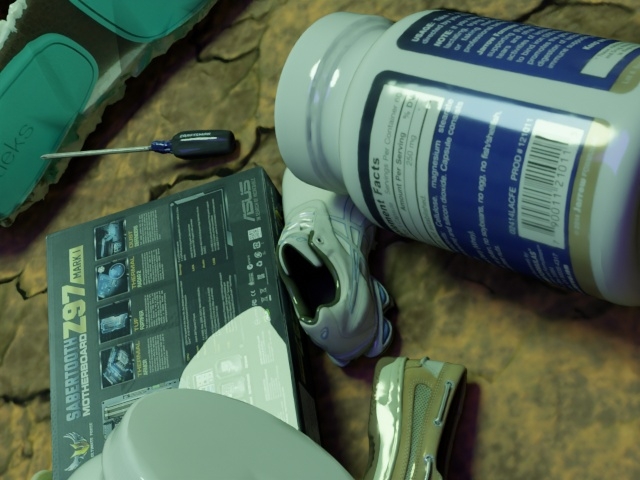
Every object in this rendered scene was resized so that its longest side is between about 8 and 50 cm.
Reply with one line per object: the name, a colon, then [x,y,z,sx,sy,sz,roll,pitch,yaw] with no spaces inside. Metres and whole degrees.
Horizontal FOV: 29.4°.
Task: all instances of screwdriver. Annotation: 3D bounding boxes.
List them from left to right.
screwdriver: [-0.151,-0.078,0.999,0.170,0.024,0.025,1,74,15]

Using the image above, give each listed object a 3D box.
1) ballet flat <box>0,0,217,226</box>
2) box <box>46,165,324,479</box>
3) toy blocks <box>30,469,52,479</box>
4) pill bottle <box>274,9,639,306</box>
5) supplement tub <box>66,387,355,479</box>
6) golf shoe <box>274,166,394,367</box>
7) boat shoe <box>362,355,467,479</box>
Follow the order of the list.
ballet flat: [-0.208,-0.191,1.046,0.409,0.147,0.147,-47,54,7]
box: [-0.103,0.076,0.878,0.183,0.059,0.233,-17,56,10]
toy blocks: [-0.139,0.206,0.883,0.148,0.054,0.123,-20,60,22]
pill bottle: [0.108,-0.065,0.780,0.264,0.153,0.153,19,82,35]
supplement tub: [-0.100,0.245,0.724,0.191,0.191,0.272,43,111,36]
golf shoe: [0.000,0.000,0.862,0.069,0.086,0.176,-31,56,20]
boat shoe: [0.065,0.165,0.772,0.072,0.068,0.190,0,71,15]
